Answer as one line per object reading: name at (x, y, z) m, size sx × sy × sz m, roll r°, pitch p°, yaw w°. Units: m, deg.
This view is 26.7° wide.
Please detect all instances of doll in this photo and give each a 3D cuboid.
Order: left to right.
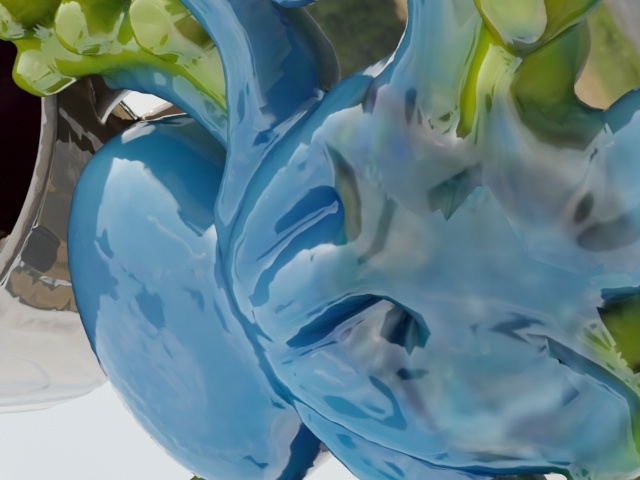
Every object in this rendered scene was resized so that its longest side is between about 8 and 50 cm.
doll at (0.000, 0.000, 0.455) m, size 0.341 × 0.099 × 0.346 m, roll -11°, pitch 111°, yaw 51°

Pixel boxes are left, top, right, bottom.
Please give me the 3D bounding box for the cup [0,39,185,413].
cup at (-0.173, -0.043, 0.653) m, size 0.208 × 0.288 × 0.273 m, roll 37°, pitch 178°, yaw 12°
